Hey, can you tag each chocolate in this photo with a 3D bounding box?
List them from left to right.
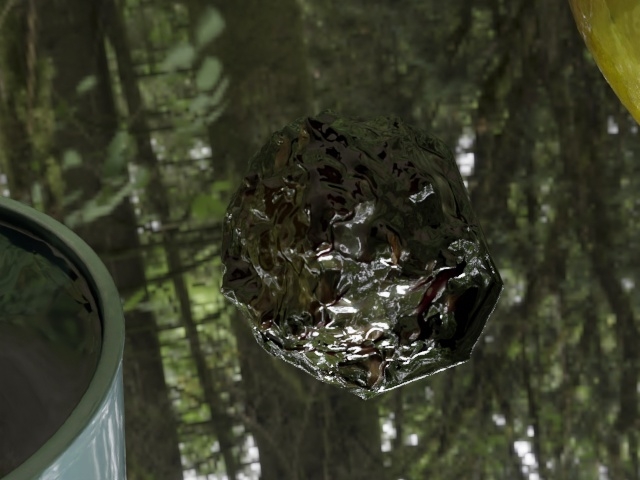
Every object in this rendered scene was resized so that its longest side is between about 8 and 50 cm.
[{"bbox_3d":[0.000,0.000,0.926,0.206,0.224,0.177,-23,166,14],"label":"chocolate"}]

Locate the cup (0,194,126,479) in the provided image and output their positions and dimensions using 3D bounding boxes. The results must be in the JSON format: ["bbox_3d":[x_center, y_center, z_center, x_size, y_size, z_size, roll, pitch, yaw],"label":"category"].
[{"bbox_3d":[-0.259,0.164,0.652,0.331,0.311,0.256,6,-143,5],"label":"cup"}]

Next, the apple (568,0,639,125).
[{"bbox_3d":[0.255,-0.131,0.593,0.233,0.286,0.286,-44,-175,27],"label":"apple"}]
